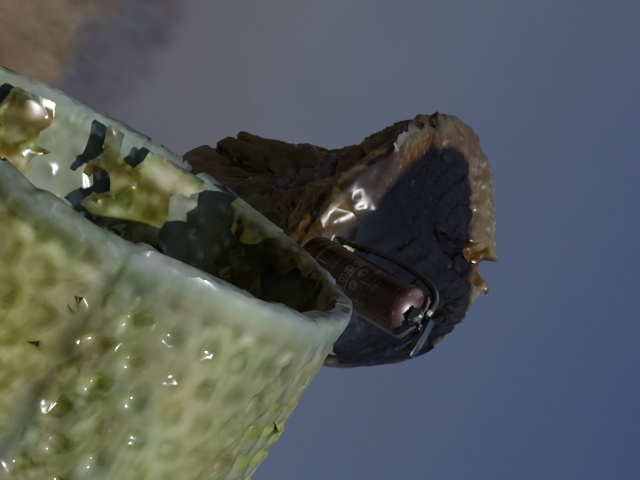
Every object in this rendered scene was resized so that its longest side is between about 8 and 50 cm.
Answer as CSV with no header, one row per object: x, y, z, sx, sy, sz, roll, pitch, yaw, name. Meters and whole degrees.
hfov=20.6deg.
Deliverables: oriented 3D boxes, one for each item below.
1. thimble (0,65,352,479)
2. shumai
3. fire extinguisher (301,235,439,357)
-0.132,0.028,0.899,0.150,0.271,0.271,-58,-173,9,thimble
-0.002,0.001,1.769,0.283,0.217,0.346,-4,-148,36,shumai
0.042,0.040,1.390,0.064,0.043,0.158,-49,-139,-11,fire extinguisher
